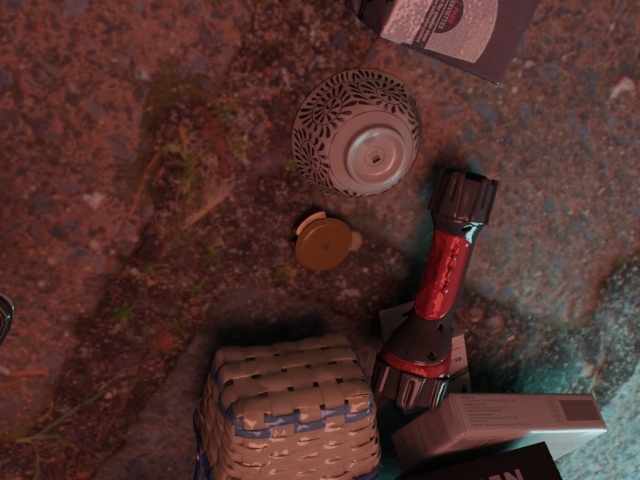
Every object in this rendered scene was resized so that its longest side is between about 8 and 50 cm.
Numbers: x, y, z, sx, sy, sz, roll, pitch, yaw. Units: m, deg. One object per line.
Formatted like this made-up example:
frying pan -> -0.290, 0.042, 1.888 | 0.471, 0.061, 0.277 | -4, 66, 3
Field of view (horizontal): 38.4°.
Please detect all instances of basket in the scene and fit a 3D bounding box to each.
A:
basket -> -0.040, 0.266, 1.205 | 0.255, 0.201, 0.289 | -5, 124, -18

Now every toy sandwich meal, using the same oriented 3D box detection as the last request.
toy sandwich meal -> 0.000, 0.000, 1.180 | 0.085, 0.029, 0.085 | -10, 122, -16

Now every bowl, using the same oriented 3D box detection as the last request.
bowl -> 0.056, -0.114, 1.107 | 0.170, 0.080, 0.170 | -7, 118, -14

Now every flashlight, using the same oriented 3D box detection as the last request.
flashlight -> 0.146, 0.060, 1.174 | 0.103, 0.103, 0.304 | 11, 100, -23

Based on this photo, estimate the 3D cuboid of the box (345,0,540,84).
box -> 0.158, -0.323, 0.994 | 0.163, 0.142, 0.247 | 16, 110, -24

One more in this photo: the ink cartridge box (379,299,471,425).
ink cartridge box -> 0.149, 0.173, 1.293 | 0.104, 0.060, 0.180 | -17, 120, -7

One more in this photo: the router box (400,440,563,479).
router box -> 0.148, 0.388, 1.266 | 0.309, 0.081, 0.243 | -8, 150, -23

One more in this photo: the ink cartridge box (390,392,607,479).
ink cartridge box -> 0.227, 0.309, 1.348 | 0.296, 0.066, 0.261 | 7, 141, -35

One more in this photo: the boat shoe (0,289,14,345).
boat shoe -> -0.355, 0.128, 0.827 | 0.206, 0.065, 0.075 | -41, 122, 1
